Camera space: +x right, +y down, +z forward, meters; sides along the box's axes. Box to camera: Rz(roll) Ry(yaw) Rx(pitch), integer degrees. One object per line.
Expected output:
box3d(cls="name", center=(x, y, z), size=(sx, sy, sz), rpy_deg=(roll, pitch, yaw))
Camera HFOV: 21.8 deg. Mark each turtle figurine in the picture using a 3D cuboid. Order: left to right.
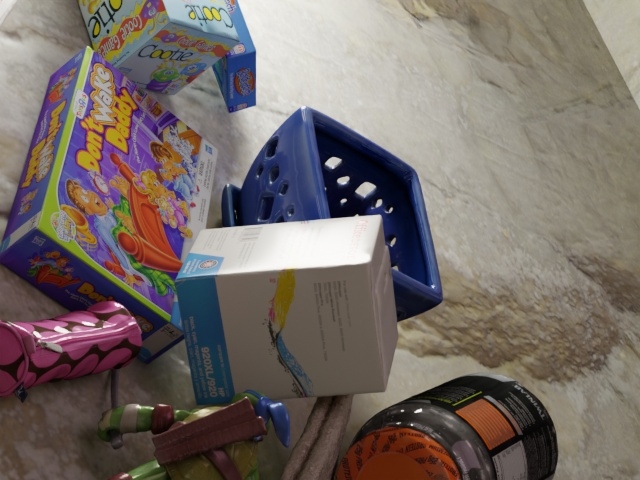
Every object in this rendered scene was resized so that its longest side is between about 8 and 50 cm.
box3d(cls="turtle figurine", center=(-0.171, 0.279, 1.833), size=(0.266, 0.274, 0.198), rpy_deg=(-44, 122, -39))

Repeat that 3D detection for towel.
box3d(cls="towel", center=(-0.016, 0.294, 1.963), size=(0.049, 0.187, 0.282), rpy_deg=(18, 33, 7))

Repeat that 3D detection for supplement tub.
box3d(cls="supplement tub", center=(0.163, 0.295, 2.158), size=(0.207, 0.207, 0.338), rpy_deg=(61, 26, 9))

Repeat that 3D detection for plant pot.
box3d(cls="plant pot", center=(0.000, 0.000, 2.230), size=(0.236, 0.212, 0.236), rpy_deg=(26, 41, -39))

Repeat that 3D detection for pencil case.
box3d(cls="pencil case", center=(-0.284, 0.116, 1.831), size=(0.209, 0.098, 0.095), rpy_deg=(-13, 72, -59))

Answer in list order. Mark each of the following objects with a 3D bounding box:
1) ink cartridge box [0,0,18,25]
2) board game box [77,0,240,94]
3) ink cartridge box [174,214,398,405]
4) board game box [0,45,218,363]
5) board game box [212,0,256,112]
box3d(cls="ink cartridge box", center=(-0.481, -0.303, 1.965), size=(0.218, 0.092, 0.159), rpy_deg=(46, 32, -20))
box3d(cls="board game box", center=(-0.246, -0.361, 2.300), size=(0.144, 0.142, 0.275), rpy_deg=(9, 53, -50))
box3d(cls="ink cartridge box", center=(-0.034, 0.082, 1.989), size=(0.171, 0.232, 0.168), rpy_deg=(-70, 153, -68))
box3d(cls="board game box", center=(-0.253, -0.049, 2.053), size=(0.233, 0.078, 0.347), rpy_deg=(38, 35, -27))
box3d(cls="board game box", center=(-0.145, -0.313, 2.398), size=(0.160, 0.047, 0.210), rpy_deg=(96, -25, -66))
